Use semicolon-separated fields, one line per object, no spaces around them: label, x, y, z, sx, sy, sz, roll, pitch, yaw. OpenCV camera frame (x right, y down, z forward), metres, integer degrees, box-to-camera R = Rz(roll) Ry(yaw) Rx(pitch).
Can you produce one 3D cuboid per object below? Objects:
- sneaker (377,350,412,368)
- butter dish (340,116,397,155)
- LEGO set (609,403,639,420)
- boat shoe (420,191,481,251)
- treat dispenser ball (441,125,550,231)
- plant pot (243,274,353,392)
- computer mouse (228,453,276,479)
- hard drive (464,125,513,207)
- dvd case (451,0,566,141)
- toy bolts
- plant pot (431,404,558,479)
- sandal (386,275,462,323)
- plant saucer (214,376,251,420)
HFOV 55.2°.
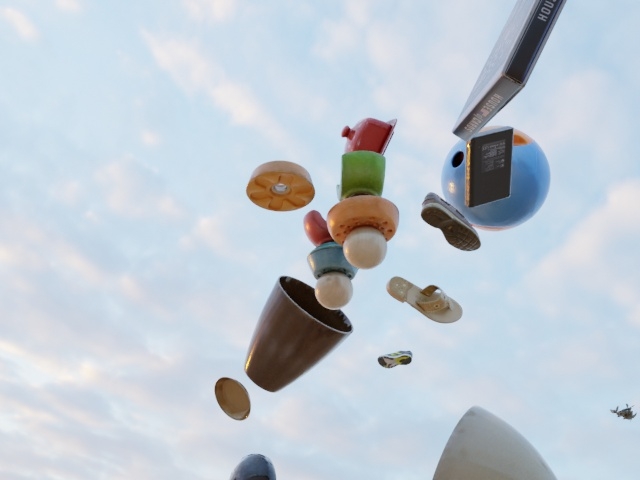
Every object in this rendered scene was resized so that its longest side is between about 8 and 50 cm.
sneaker;0.167;0.262;1.355;0.083;0.035;0.031;-9;-78;27
butter dish;0.108;-0.262;1.606;0.118;0.160;0.160;27;-4;-12
LEGO set;0.668;0.372;1.313;0.083;0.023;0.054;-21;-55;36
boat shoe;0.280;-0.040;1.292;0.178;0.060;0.064;36;-45;-29
treat dispenser ball;0.476;-0.169;1.674;0.288;0.288;0.288;9;-37;7
plant pot;-0.074;0.239;1.447;0.215;0.215;0.230;31;-79;-21
computer mouse;-0.121;0.332;0.753;0.041;0.071;0.242;12;-49;-29
hard drive;0.308;-0.133;1.117;0.094;0.022;0.135;-16;-63;-20
dvd case;0.224;-0.237;0.658;0.029;0.238;0.179;28;-8;1
toy bolts;0.000;0.000;0.908;0.218;0.158;0.228;0;-31;-1
plant pot;0.346;0.491;1.183;0.191;0.284;0.284;17;-31;31
sandal;0.301;0.158;1.681;0.240;0.088;0.079;24;-26;-9
plant saucer;-0.149;0.272;1.063;0.083;0.015;0.083;13;-66;31
